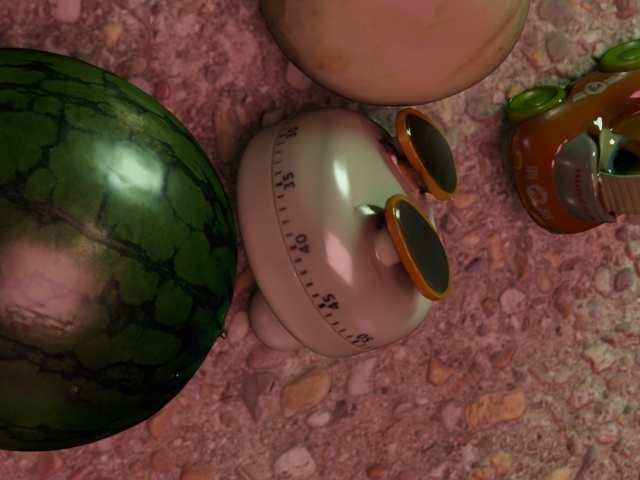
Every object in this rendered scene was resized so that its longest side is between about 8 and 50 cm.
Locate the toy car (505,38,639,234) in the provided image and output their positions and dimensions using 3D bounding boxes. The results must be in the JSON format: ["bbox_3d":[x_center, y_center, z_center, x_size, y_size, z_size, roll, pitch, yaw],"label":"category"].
[{"bbox_3d":[0.308,-0.085,1.636,0.235,0.235,0.145,-26,113,-11],"label":"toy car"}]

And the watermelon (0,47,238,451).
[{"bbox_3d":[-0.242,0.012,1.401,0.363,0.363,0.363,-6,108,-18],"label":"watermelon"}]

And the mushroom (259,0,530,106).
[{"bbox_3d":[0.071,-0.243,1.524,0.246,0.202,0.246,5,143,4],"label":"mushroom"}]

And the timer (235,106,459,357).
[{"bbox_3d":[0.000,0.000,1.561,0.240,0.233,0.233,-20,117,27],"label":"timer"}]
